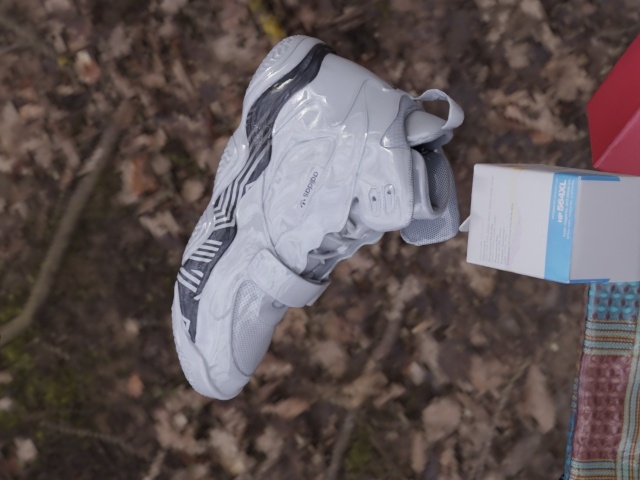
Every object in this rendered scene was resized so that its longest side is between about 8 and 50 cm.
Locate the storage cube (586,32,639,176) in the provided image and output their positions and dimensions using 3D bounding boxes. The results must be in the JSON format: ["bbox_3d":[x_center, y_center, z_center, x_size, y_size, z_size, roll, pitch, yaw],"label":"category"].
[{"bbox_3d":[0.562,-0.203,2.165,0.183,0.215,0.193,23,128,-13],"label":"storage cube"}]

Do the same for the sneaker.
[{"bbox_3d":[0.000,0.000,1.271,0.210,0.137,0.366,20,93,29],"label":"sneaker"}]

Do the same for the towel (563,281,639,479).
[{"bbox_3d":[0.446,0.149,1.410,0.040,0.370,0.271,-130,43,-75],"label":"towel"}]

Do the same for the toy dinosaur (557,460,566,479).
[{"bbox_3d":[0.284,0.372,1.489,0.164,0.322,0.218,34,133,10],"label":"toy dinosaur"}]

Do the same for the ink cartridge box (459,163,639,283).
[{"bbox_3d":[0.196,-0.018,1.151,0.143,0.092,0.090,13,101,52],"label":"ink cartridge box"}]
